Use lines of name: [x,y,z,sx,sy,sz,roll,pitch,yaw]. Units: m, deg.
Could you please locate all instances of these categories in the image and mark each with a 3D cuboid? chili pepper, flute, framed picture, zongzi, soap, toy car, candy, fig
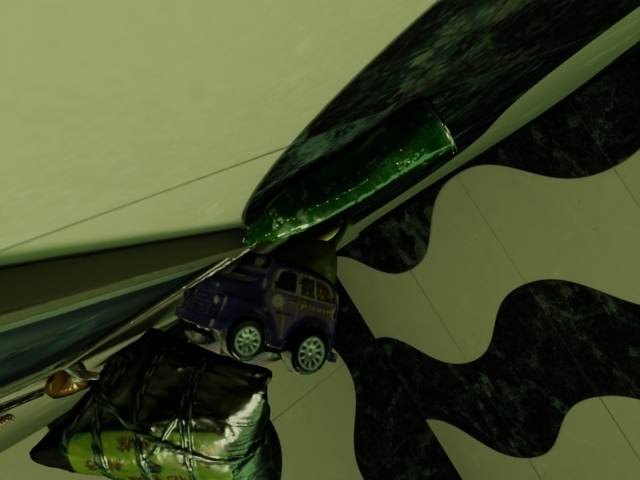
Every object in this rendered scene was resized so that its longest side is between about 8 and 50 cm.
chili pepper: [0.019,-0.054,0.495,0.227,0.059,0.088,-30,-179,9]
flute: [-0.493,0.260,0.778,0.014,0.014,0.269,-32,176,-2]
framed picture: [-0.266,0.099,0.398,0.326,0.028,0.446,-33,176,17]
zongzi: [-0.201,0.334,0.847,0.383,0.362,0.319,-1,-152,24]
soap: [0.000,0.000,1.188,0.168,0.033,0.089,-30,174,-6]
toy car: [-0.090,0.101,0.766,0.235,0.158,0.172,21,167,-35]
candy: [-0.395,0.219,0.792,0.053,0.046,0.182,-5,162,-44]
fig: [0.000,0.047,1.022,0.259,0.151,0.151,-34,178,-27]

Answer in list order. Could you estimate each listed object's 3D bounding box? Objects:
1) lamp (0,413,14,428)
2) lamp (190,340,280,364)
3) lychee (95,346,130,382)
lamp: [-0.594,0.341,0.901,0.083,0.031,0.063,-28,176,13]
lamp: [-0.161,0.223,1.191,0.301,0.247,0.247,-36,-156,33]
lychee: [-0.376,0.315,1.096,0.238,0.200,0.200,-13,-175,25]
